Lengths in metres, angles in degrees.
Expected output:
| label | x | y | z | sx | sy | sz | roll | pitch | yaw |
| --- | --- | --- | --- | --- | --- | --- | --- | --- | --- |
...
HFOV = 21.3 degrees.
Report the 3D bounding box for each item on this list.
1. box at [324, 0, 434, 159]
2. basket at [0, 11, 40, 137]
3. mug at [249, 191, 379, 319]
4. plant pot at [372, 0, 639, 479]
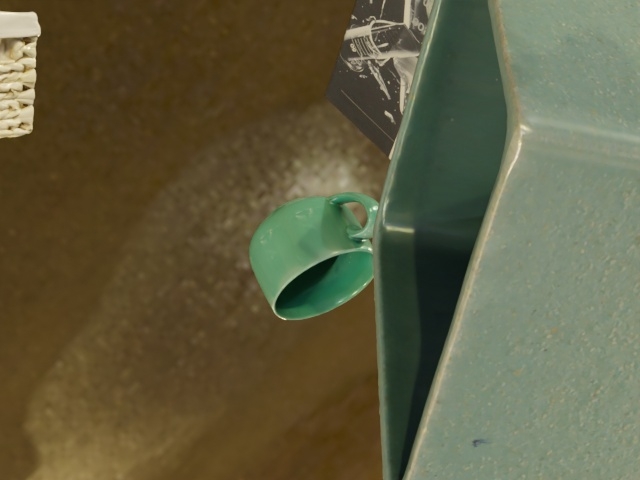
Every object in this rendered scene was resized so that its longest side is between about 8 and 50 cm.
| label | x | y | z | sx | sy | sz | roll | pitch | yaw |
| --- | --- | --- | --- | --- | --- | --- | --- | --- | --- |
| box | 0.205 | -0.134 | 1.387 | 0.179 | 0.343 | 0.312 | -39 | 164 | -26 |
| basket | -0.324 | -0.136 | 1.387 | 0.113 | 0.167 | 0.103 | -10 | 102 | -57 |
| mug | -0.002 | 0.005 | 1.886 | 0.158 | 0.097 | 0.129 | -29 | 153 | 0 |
| plant pot | 0.176 | -0.007 | 0.864 | 0.247 | 0.252 | 0.248 | -91 | -167 | -52 |
